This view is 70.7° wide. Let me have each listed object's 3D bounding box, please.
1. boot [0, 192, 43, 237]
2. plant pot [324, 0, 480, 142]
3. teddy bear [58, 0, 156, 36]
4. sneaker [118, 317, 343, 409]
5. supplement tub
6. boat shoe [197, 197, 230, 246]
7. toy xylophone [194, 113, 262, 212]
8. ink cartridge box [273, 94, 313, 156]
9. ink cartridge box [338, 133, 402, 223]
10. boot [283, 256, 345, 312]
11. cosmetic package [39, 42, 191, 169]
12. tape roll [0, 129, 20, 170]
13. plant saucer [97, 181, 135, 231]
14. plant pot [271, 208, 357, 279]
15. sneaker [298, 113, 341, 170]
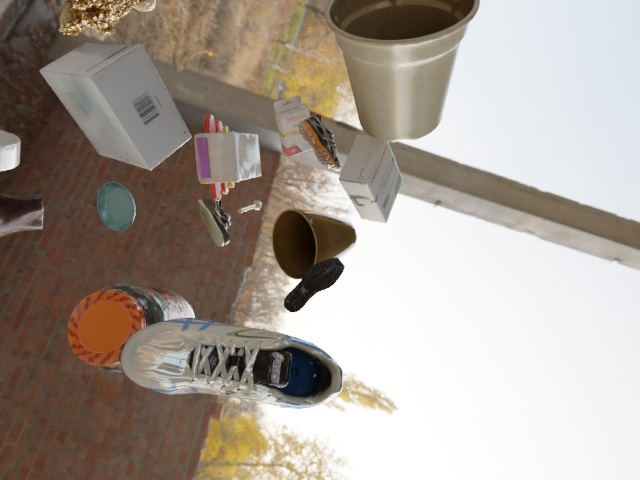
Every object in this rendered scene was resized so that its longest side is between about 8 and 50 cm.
[{"bbox_3d":[-0.916,-0.026,1.294,0.090,0.206,0.249,48,-54,36],"label":"boot"},{"bbox_3d":[0.195,-0.423,1.097,0.306,0.333,0.334,77,19,-50],"label":"plant pot"},{"bbox_3d":[-0.527,-0.619,1.157,0.245,0.113,0.338,-46,-166,24],"label":"teddy bear"},{"bbox_3d":[-0.084,0.128,0.479,0.086,0.237,0.085,-35,-134,57],"label":"sneaker"},{"bbox_3d":[-0.460,0.216,1.133,0.338,0.207,0.207,80,25,-81],"label":"supplement tub"},{"bbox_3d":[-0.304,-0.064,1.343,0.233,0.079,0.084,-129,-146,-50],"label":"boat shoe"},{"bbox_3d":[-0.223,-0.189,1.178,0.322,0.081,0.237,-22,110,-81],"label":"toy xylophone"},{"bbox_3d":[-0.097,-0.428,1.686,0.067,0.115,0.198,49,-24,48],"label":"ink cartridge box"},{"bbox_3d":[0.148,-0.173,1.283,0.160,0.092,0.219,-67,149,-19],"label":"ink cartridge box"},{"bbox_3d":[-0.021,0.115,1.280,0.197,0.077,0.137,-36,-179,1],"label":"boot"},{"bbox_3d":[-0.448,-0.299,0.999,0.138,0.224,0.224,-49,139,-27],"label":"cosmetic package"},{"bbox_3d":[-0.997,-0.255,1.154,0.392,0.391,0.072,-101,-156,-73],"label":"tape roll"},{"bbox_3d":[-0.486,-0.082,1.087,0.021,0.119,0.119,-27,140,-63],"label":"plant saucer"},{"bbox_3d":[0.000,0.000,1.578,0.237,0.254,0.237,10,-77,46],"label":"plant pot"},{"bbox_3d":[0.016,-0.324,1.507,0.083,0.215,0.084,-46,-148,-18],"label":"sneaker"}]
